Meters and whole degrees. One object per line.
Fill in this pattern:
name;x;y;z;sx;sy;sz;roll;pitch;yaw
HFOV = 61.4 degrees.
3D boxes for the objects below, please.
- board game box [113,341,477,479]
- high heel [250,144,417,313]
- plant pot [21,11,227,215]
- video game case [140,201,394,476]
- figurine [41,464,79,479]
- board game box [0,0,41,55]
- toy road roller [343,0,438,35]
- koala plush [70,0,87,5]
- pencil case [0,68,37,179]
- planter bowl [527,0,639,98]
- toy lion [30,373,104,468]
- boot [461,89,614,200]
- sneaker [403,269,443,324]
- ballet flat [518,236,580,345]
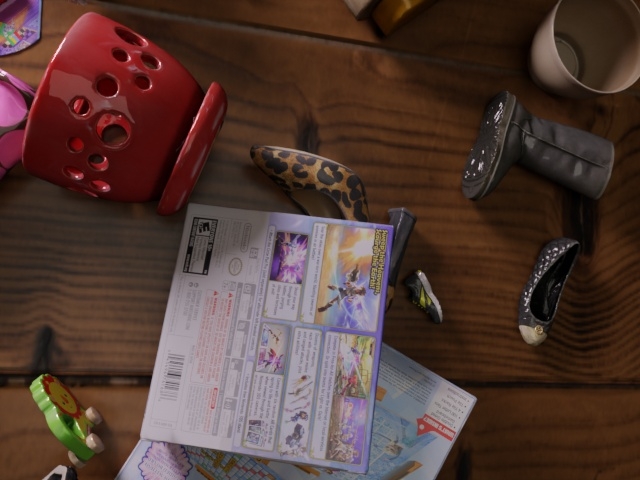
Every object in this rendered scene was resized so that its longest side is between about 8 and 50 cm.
board game box;-0.032;0.243;0.646;0.318;0.066;0.318;30;80;10
high heel;0.000;0.000;0.700;0.261;0.093;0.186;27;74;-20
plant pot;-0.211;-0.128;0.611;0.174;0.191;0.191;25;81;-15
video game case;-0.052;0.103;0.615;0.244;0.061;0.270;7;76;6
figurine;-0.291;0.395;0.597;0.215;0.092;0.209;-39;111;-5
board game box;-0.413;-0.311;0.650;0.133;0.033;0.169;2;86;-14
toy road roller;0.156;-0.456;0.694;0.329;0.240;0.202;-38;96;-13
koala plush;-0.286;-0.408;0.621;0.196;0.203;0.221;-28;116;-1
pencil case;-0.407;-0.102;0.610;0.209;0.095;0.098;-51;125;-11
planter bowl;0.382;-0.282;0.808;0.162;0.109;0.162;1;86;-14
toy lion;-0.294;0.199;0.619;0.034;0.100;0.096;-39;115;-11
boot;0.331;-0.109;0.812;0.208;0.076;0.190;26;83;-18
sneaker;0.146;0.084;0.771;0.035;0.031;0.083;-25;89;-1
ballet flat;0.339;0.074;0.806;0.057;0.049;0.173;22;82;-11
